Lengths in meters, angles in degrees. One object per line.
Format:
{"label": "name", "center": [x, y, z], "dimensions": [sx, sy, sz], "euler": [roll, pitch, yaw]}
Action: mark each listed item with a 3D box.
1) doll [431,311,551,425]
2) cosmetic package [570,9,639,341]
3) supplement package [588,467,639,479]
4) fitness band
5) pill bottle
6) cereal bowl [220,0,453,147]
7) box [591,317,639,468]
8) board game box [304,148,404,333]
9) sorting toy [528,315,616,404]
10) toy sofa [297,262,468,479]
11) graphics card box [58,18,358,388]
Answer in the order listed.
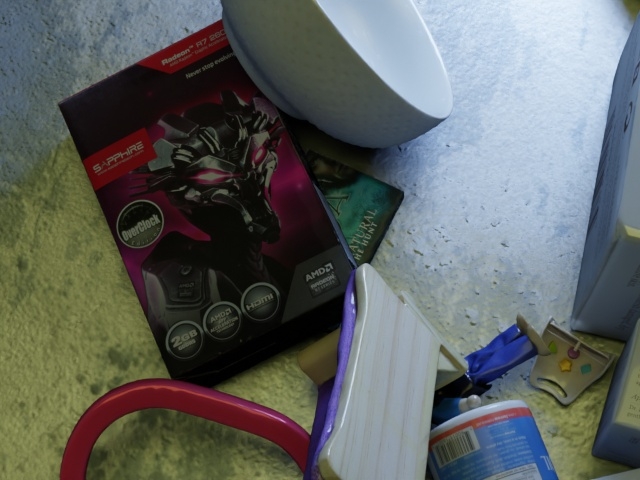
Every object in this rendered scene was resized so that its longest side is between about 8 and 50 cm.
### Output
{"label": "doll", "center": [0.155, 0.154, 1.742], "dimensions": [0.189, 0.129, 0.046], "euler": [-35, 109, 2]}
{"label": "cosmetic package", "center": [0.498, -0.060, 1.693], "dimensions": [0.393, 0.327, 0.329], "euler": [11, 71, 4]}
{"label": "supplement package", "center": [0.347, 0.353, 1.580], "dimensions": [0.139, 0.244, 0.134], "euler": [-12, 28, -3]}
{"label": "fitness band", "center": [-0.127, 0.260, 1.695], "dimensions": [0.291, 0.054, 0.209], "euler": [18, 91, -5]}
{"label": "pill bottle", "center": [0.198, 0.288, 1.683], "dimensions": [0.124, 0.124, 0.221], "euler": [-19, 72, -5]}
{"label": "cereal bowl", "center": [-0.006, -0.239, 1.794], "dimensions": [0.141, 0.339, 0.339], "euler": [-33, 70, 22]}
{"label": "box", "center": [0.392, 0.180, 1.686], "dimensions": [0.181, 0.182, 0.119], "euler": [17, 73, 8]}
{"label": "board game box", "center": [0.000, 0.000, 1.843], "dimensions": [0.126, 0.026, 0.186], "euler": [24, 73, 9]}
{"label": "sorting toy", "center": [0.269, 0.138, 1.781], "dimensions": [0.083, 0.045, 0.075], "euler": [32, 81, 12]}
{"label": "toy sofa", "center": [0.027, 0.199, 1.573], "dimensions": [0.150, 0.362, 0.177], "euler": [-34, 113, 26]}
{"label": "graphics card box", "center": [-0.120, -0.044, 1.802], "dimensions": [0.233, 0.094, 0.371], "euler": [-26, 70, 4]}
